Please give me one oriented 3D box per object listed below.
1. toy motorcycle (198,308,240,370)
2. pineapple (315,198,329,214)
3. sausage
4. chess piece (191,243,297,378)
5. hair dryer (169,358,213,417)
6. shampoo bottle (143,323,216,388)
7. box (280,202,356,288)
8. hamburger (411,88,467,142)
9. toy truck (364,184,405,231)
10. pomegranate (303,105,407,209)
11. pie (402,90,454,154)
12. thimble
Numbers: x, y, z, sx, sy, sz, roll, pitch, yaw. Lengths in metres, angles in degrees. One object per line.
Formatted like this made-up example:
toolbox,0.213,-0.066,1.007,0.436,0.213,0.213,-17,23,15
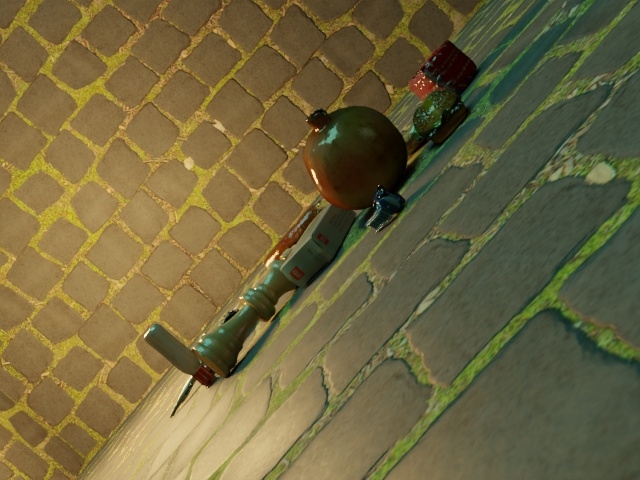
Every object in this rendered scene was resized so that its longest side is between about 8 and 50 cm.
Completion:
toy motorcycle,-0.273,0.277,2.047,0.135,0.092,0.254,-34,22,34
pineapple,0.029,-0.111,2.339,0.137,0.069,0.116,-40,10,50
sausage,-0.088,-0.002,2.469,0.302,0.076,0.103,-48,8,19
chess piece,-0.158,0.164,1.823,0.397,0.117,0.117,-50,6,-21
hair dryer,-0.375,0.426,2.083,0.167,0.067,0.199,-27,33,61
shampoo bottle,-0.377,0.313,1.918,0.051,0.221,0.108,-51,5,-32
box,0.000,0.000,1.796,0.135,0.079,0.269,-47,6,30
hamburger,0.259,-0.279,1.596,0.137,0.087,0.166,-48,6,13
toy truck,0.123,-0.058,1.409,0.090,0.056,0.073,-61,9,12
pomegranate,0.069,-0.208,1.681,0.229,0.270,0.252,-36,20,34
pie,0.263,-0.292,1.843,0.218,0.052,0.185,-50,0,-28
thimble,0.333,-0.450,1.949,0.163,0.125,0.189,-50,5,0
